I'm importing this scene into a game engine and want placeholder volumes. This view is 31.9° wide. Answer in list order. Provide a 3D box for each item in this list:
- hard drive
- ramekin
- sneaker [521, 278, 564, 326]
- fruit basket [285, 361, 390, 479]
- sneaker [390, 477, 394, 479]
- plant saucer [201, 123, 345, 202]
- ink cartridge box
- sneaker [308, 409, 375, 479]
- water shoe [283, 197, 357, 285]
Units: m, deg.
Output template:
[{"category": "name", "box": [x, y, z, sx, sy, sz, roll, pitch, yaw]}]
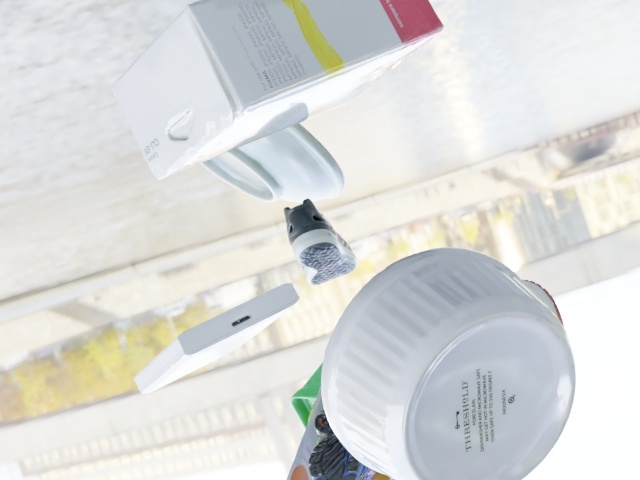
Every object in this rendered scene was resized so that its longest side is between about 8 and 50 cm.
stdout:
[{"category": "hard drive", "box": [-0.172, 0.159, 1.784, 0.203, 0.040, 0.307, -25, 172, -26]}, {"category": "ramekin", "box": [0.148, 0.151, 1.186, 0.273, 0.273, 0.127, -19, -155, -21]}, {"category": "sneaker", "box": [0.248, 0.103, 1.559, 0.092, 0.088, 0.225, -35, -148, -25]}, {"category": "fruit basket", "box": [0.047, 0.358, 1.646, 0.165, 0.327, 0.353, -5, -138, 22]}, {"category": "sneaker", "box": [0.179, 0.320, 1.589, 0.153, 0.235, 0.094, -4, -179, -20]}, {"category": "plant saucer", "box": [-0.145, -0.171, 2.106, 0.100, 0.400, 0.400, -57, -170, -12]}, {"category": "ink cartridge box", "box": [-0.063, -0.257, 1.594, 0.384, 0.160, 0.279, -27, 179, -35]}, {"category": "sneaker", "box": [0.042, 0.276, 1.423, 0.083, 0.087, 0.221, -30, -168, 12]}, {"category": "water shoe", "box": [0.000, 0.000, 1.445, 0.073, 0.080, 0.203, -20, 164, 1]}]
